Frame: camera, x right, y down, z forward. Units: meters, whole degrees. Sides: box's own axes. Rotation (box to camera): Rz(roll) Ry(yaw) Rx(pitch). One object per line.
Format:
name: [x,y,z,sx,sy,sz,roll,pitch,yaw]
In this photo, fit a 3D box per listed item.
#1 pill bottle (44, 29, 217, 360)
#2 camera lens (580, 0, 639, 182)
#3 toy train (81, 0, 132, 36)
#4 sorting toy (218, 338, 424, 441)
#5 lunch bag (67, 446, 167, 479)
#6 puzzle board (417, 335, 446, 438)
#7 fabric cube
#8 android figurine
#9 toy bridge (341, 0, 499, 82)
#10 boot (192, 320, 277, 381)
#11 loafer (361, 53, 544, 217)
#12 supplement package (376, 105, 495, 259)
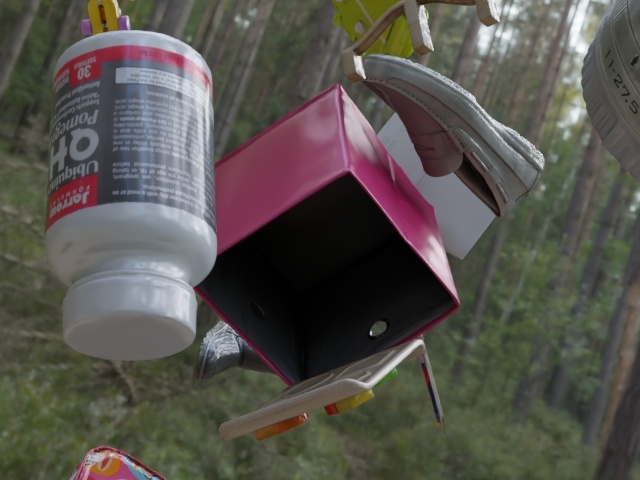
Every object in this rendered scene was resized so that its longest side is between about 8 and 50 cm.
pill bottle: [-0.196,-0.044,1.203,0.176,0.318,0.176,-3,-27,-2]
camera lens: [0.342,-0.166,0.822,0.219,0.219,0.274,21,-37,-10]
toy train: [-0.218,-0.277,1.398,0.125,0.166,0.046,20,24,-7]
sorting toy: [0.008,0.177,1.329,0.193,0.038,0.208,-23,-3,26]
lunch bag: [-0.238,0.421,1.424,0.258,0.120,0.293,35,31,-8]
puzzle board: [0.148,0.195,1.557,0.011,0.128,0.096,-13,-27,1]
fabric cube: [0.000,0.000,1.529,0.259,0.254,0.258,49,17,-26]
android figurine: [0.074,-0.376,1.666,0.056,0.248,0.273,-22,-19,-24]
toy bridge: [0.107,-0.235,1.258,0.188,0.063,0.026,-20,-21,27]
boot: [-0.090,0.201,1.881,0.209,0.076,0.189,20,25,5]
loafer: [0.171,-0.138,1.538,0.319,0.111,0.112,32,-4,-29]
supplement package: [0.182,-0.109,1.794,0.149,0.194,0.203,39,-3,-29]
